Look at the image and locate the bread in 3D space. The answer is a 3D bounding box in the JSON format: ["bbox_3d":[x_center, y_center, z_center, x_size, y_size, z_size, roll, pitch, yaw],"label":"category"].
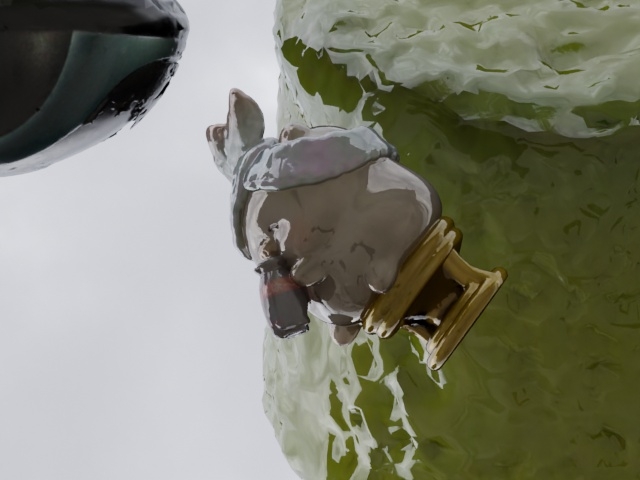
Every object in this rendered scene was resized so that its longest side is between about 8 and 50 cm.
[{"bbox_3d":[0.122,-0.018,0.769,0.348,0.348,0.308,-18,-54,-10],"label":"bread"}]

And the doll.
[{"bbox_3d":[0.000,0.000,0.531,0.084,0.127,0.073,-50,-8,-27],"label":"doll"}]

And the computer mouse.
[{"bbox_3d":[-0.179,-0.076,0.716,0.233,0.137,0.096,-5,-89,5],"label":"computer mouse"}]
